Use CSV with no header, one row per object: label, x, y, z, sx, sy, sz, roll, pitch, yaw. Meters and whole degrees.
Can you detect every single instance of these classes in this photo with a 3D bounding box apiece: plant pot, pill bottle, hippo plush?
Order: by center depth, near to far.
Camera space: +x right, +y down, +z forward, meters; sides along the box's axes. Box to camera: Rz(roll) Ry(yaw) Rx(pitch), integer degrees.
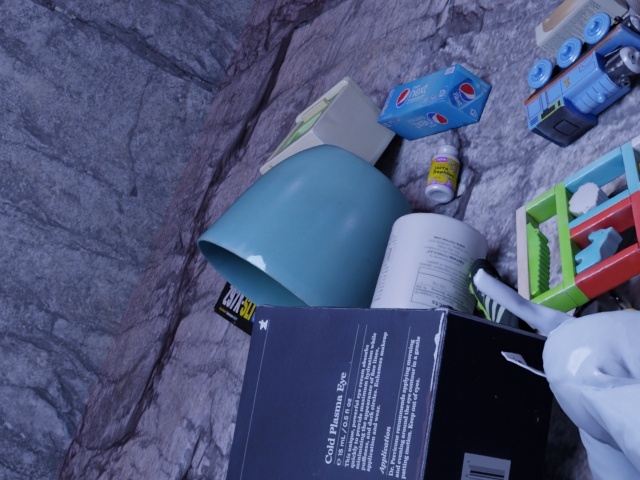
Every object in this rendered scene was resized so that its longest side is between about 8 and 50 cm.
hippo plush,0.328,0.116,0.871,0.236,0.234,0.294,-33,38,-6
pill bottle,0.130,0.092,1.352,0.131,0.131,0.229,-22,47,59
plant pot,0.000,0.000,1.569,0.235,0.293,0.293,-53,19,-14
pill bottle,0.185,-0.101,1.570,0.043,0.043,0.083,-31,39,53

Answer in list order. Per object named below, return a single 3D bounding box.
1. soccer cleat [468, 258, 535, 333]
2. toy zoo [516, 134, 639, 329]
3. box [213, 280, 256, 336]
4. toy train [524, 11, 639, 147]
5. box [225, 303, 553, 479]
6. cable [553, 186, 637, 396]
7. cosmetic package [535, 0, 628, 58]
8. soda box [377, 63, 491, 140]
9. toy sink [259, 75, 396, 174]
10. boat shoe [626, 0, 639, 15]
soccer cleat,0.228,0.080,1.262,0.072,0.060,0.179,-41,36,24
toy zoo,0.335,-0.041,1.101,0.293,0.030,0.192,-33,26,30
box,-0.071,0.056,1.916,0.257,0.079,0.322,-65,22,-2
toy train,0.336,-0.203,1.317,0.184,0.080,0.105,-39,41,41
box,0.059,0.249,1.111,0.312,0.179,0.343,-2,75,51
cable,0.308,0.073,1.119,0.139,0.072,0.287,-54,9,44
cosmetic package,0.350,-0.297,1.409,0.115,0.060,0.041,-42,30,38
soda box,0.179,-0.218,1.680,0.210,0.071,0.067,-6,58,64
toy sink,0.025,-0.176,1.789,0.153,0.131,0.234,-32,17,45
boat shoe,0.442,-0.427,1.278,0.116,0.123,0.324,-2,70,54
